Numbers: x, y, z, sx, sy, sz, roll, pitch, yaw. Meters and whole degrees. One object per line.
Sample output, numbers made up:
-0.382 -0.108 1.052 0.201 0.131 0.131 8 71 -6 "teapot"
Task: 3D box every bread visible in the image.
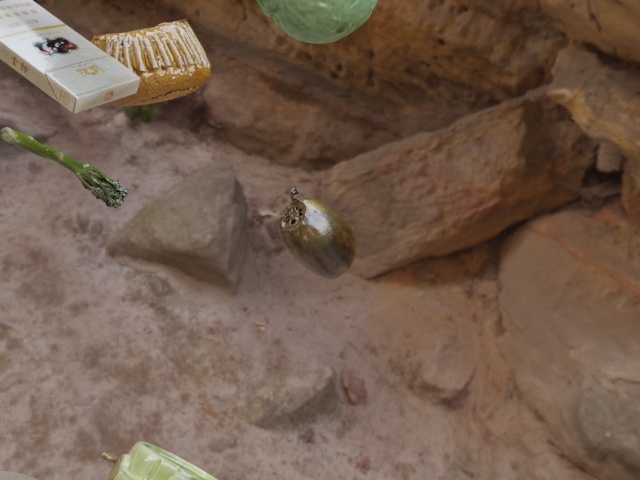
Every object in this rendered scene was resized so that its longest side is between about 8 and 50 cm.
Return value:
-0.327 -0.326 1.205 0.240 0.139 0.240 -9 20 3 "bread"

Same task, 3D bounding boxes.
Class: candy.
-0.082 -0.364 0.513 0.119 0.439 0.119 -29 7 4 "candy"

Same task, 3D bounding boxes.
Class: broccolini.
-0.618 -0.165 1.584 0.074 0.079 0.392 47 7 27 "broccolini"

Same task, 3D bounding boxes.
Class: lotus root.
0.000 0.000 1.306 0.123 0.124 0.241 36 -4 38 "lotus root"

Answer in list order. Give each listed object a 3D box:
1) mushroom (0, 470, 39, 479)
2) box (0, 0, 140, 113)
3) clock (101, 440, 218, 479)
-0.483 0.456 0.959 0.227 0.178 0.226 19 20 -7 "mushroom"
-0.279 -0.194 0.663 0.167 0.024 0.090 36 38 10 "box"
-0.300 0.478 1.268 0.308 0.096 0.235 12 -23 40 "clock"
